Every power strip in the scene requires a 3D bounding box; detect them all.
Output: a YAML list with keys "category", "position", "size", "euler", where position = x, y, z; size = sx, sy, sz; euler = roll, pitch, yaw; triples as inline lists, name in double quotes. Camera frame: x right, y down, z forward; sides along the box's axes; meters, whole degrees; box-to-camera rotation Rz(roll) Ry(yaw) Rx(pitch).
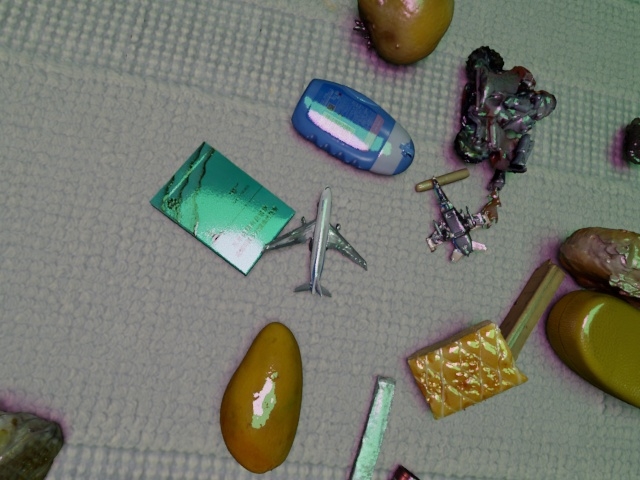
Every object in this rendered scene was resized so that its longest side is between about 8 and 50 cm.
- category: "power strip"
  position: [0.423, 0.167, 0.866]
  size: [0.044, 0.064, 0.305]
  euler: [39, 77, 1]

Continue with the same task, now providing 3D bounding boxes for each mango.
- category: "mango"
  position: [-0.101, 0.271, 0.725]
  size: [0.138, 0.113, 0.253]
  euler: [10, 77, -9]

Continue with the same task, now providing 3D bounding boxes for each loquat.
- category: "loquat"
  position: [0.172, -0.482, 0.865]
  size: [0.213, 0.213, 0.213]
  euler: [2, 81, -11]

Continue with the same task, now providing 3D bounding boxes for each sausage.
- category: "sausage"
  position: [0.269, -0.132, 0.906]
  size: [0.132, 0.024, 0.024]
  euler: [-18, 85, -14]

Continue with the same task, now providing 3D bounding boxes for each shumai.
- category: "shumai"
  position: [-0.524, 0.339, 0.629]
  size: [0.142, 0.184, 0.184]
  euler: [27, 76, 19]

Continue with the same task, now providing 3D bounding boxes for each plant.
- category: "plant"
  position: [0.775, -0.238, 0.977]
  size: [0.143, 0.092, 0.094]
  euler: [-52, 130, -33]

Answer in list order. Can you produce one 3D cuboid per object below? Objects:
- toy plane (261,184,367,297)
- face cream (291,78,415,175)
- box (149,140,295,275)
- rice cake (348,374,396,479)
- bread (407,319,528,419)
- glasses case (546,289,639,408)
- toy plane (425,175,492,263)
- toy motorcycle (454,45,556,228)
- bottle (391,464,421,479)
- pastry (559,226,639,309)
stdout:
- category: "toy plane"
  position: [-0.001, 0.002, 0.811]
  size: [0.226, 0.058, 0.226]
  euler: [10, 73, -21]
- category: "face cream"
  position: [0.078, -0.228, 0.854]
  size: [0.264, 0.083, 0.149]
  euler: [29, 78, -5]
- category: "box"
  position: [-0.185, -0.062, 0.799]
  size: [0.226, 0.042, 0.161]
  euler: [37, 75, -3]
- category: "rice cake"
  position: [0.101, 0.366, 0.789]
  size: [0.043, 0.034, 0.211]
  euler: [18, 78, 1]
- category: "bread"
  position: [0.275, 0.244, 0.790]
  size: [0.188, 0.068, 0.125]
  euler: [-28, 86, 12]
- category: "glasses case"
  position: [0.643, 0.245, 0.850]
  size: [0.371, 0.141, 0.173]
  euler: [28, 88, -3]
- category: "toy plane"
  position: [0.275, -0.049, 0.864]
  size: [0.135, 0.062, 0.188]
  euler: [-24, 94, 18]
- category: "toy motorcycle"
  position: [0.393, -0.228, 0.889]
  size: [0.207, 0.134, 0.401]
  euler: [14, 75, -2]
- category: "bottle"
  position: [0.129, 0.508, 0.760]
  size: [0.060, 0.060, 0.164]
  euler: [38, 77, -3]
- category: "pastry"
  position: [0.617, 0.065, 0.838]
  size: [0.257, 0.236, 0.121]
  euler: [28, 89, 6]
